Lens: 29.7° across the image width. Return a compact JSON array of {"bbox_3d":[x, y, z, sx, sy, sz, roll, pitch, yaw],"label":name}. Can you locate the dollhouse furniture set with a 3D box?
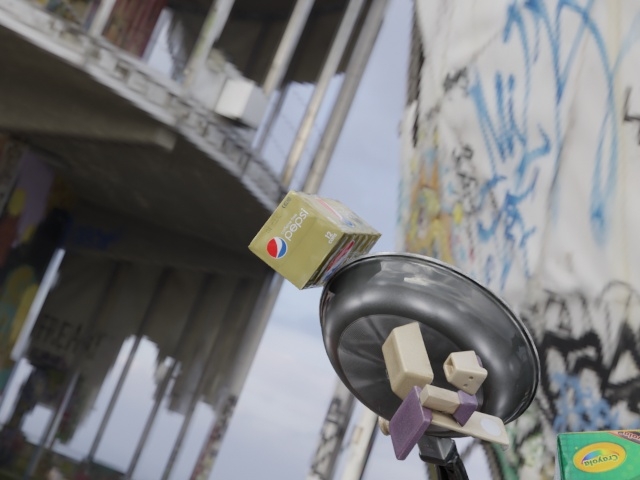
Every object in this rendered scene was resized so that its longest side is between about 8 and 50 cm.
[{"bbox_3d":[0.100,0.094,0.854,0.081,0.091,0.114,18,31,-20],"label":"dollhouse furniture set"}]

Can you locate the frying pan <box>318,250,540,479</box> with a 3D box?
[{"bbox_3d":[0.072,0.139,1.041,0.197,0.053,0.326,25,-44,12],"label":"frying pan"}]

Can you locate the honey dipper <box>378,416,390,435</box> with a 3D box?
[{"bbox_3d":[0.137,0.182,1.261,0.161,0.030,0.030,-12,-28,30],"label":"honey dipper"}]

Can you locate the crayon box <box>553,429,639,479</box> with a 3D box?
[{"bbox_3d":[0.293,0.266,1.087,0.165,0.081,0.278,-3,-36,6],"label":"crayon box"}]

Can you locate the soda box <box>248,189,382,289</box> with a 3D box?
[{"bbox_3d":[0.000,0.000,1.045,0.058,0.061,0.181,38,8,10],"label":"soda box"}]
